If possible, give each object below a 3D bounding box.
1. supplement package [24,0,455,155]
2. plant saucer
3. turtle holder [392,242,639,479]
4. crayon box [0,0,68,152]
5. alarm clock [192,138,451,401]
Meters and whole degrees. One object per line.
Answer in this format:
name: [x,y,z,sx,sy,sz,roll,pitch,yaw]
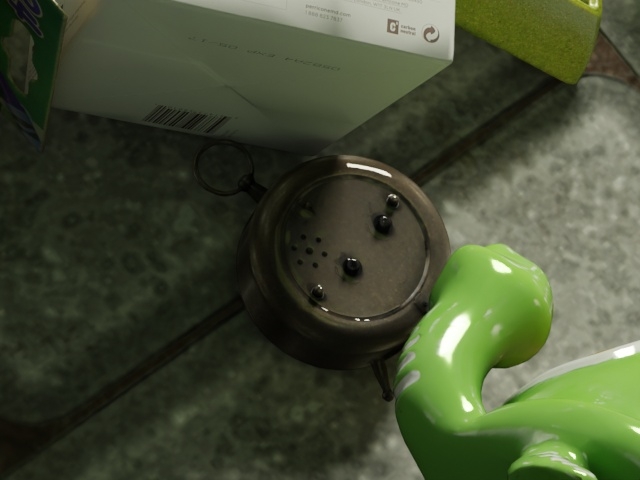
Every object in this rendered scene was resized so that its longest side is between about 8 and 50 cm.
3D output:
supplement package: [-0.047,-0.215,1.001,0.199,0.198,0.262,10,73,-22]
plant saucer: [0.129,-0.221,1.105,0.188,0.045,0.188,20,64,-40]
turtle holder: [0.180,0.161,0.930,0.320,0.243,0.227,22,39,37]
crayon box: [-0.288,-0.178,0.951,0.323,0.203,0.083,46,68,5]
alarm clock: [0.000,0.000,1.038,0.192,0.064,0.129,36,67,4]
